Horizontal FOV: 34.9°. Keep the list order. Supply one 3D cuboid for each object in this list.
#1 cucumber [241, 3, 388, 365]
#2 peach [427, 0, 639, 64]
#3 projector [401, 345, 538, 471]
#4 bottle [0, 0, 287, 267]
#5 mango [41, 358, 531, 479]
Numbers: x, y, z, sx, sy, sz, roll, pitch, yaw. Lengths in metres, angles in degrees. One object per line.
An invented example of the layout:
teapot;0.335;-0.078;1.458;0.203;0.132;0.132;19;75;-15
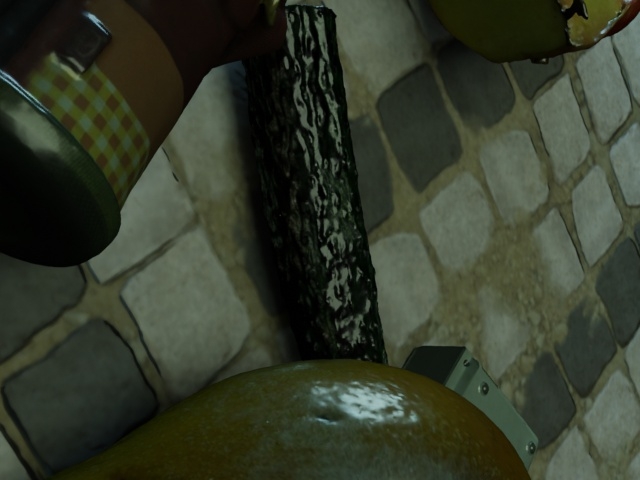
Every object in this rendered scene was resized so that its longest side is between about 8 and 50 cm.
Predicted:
cucumber;0.000;0.000;0.636;0.067;0.067;0.294;-15;98;-42
peach;0.135;-0.261;0.726;0.158;0.154;0.267;-29;96;-31
projector;0.085;0.162;0.701;0.115;0.061;0.147;50;55;-26
bottle;-0.094;-0.123;0.509;0.156;0.143;0.271;47;56;-29
mango;-0.029;0.162;0.527;0.316;0.146;0.193;-4;75;-25
